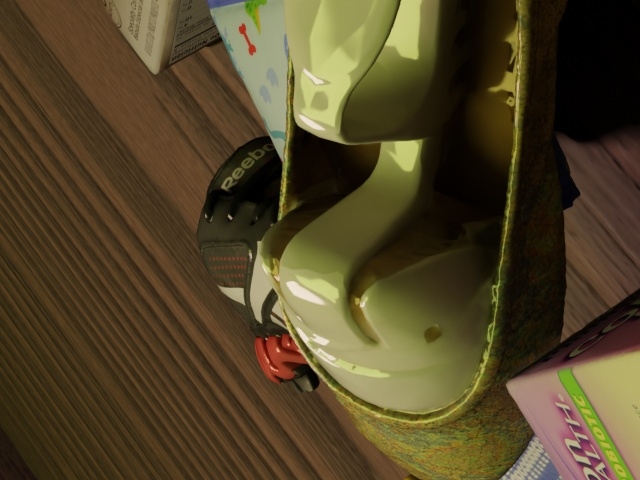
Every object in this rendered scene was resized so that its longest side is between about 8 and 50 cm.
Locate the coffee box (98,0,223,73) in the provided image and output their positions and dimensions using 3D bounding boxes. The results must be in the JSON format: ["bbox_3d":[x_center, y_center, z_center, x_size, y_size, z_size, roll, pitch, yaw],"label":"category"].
[{"bbox_3d":[-0.065,-0.197,0.844,0.141,0.098,0.246,54,161,10],"label":"coffee box"}]

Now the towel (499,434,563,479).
[{"bbox_3d":[0.179,0.214,0.866,0.336,0.040,0.243,40,155,11],"label":"towel"}]

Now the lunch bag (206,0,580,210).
[{"bbox_3d":[0.038,-0.069,0.793,0.129,0.096,0.151,63,158,-14],"label":"lunch bag"}]

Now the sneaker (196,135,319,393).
[{"bbox_3d":[0.000,0.000,1.001,0.135,0.097,0.276,55,163,0],"label":"sneaker"}]

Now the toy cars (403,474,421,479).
[{"bbox_3d":[0.088,0.208,1.131,0.176,0.087,0.394,51,161,17],"label":"toy cars"}]

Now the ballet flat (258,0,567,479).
[{"bbox_3d":[0.028,-0.036,0.683,0.123,0.123,0.349,39,135,44],"label":"ballet flat"}]

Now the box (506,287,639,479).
[{"bbox_3d":[0.201,0.094,0.610,0.213,0.117,0.243,58,161,0],"label":"box"}]
